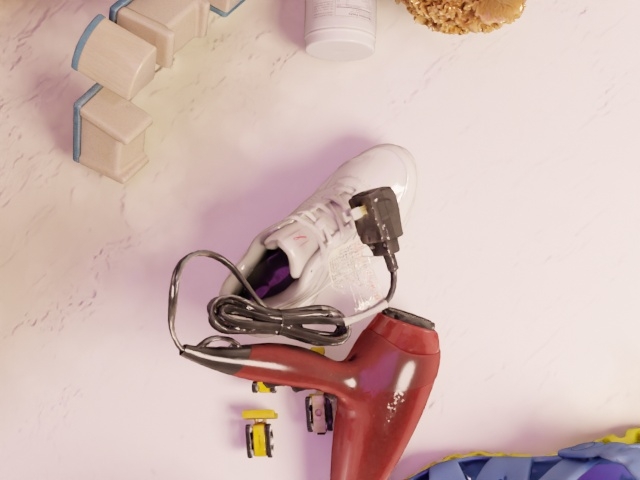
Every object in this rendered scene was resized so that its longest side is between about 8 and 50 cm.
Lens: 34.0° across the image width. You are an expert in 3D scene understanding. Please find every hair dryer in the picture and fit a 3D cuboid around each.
[{"bbox_3d":[0.000,0.111,0.915,0.223,0.080,0.294,-24,107,-14],"label":"hair dryer"}]

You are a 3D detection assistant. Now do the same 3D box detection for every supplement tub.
[{"bbox_3d":[0.020,-0.232,1.003,0.071,0.071,0.107,1,84,10],"label":"supplement tub"}]

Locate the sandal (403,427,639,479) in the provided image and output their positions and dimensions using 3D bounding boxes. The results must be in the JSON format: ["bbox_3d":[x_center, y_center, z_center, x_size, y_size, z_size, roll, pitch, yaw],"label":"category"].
[{"bbox_3d":[0.176,0.233,0.884,0.317,0.138,0.126,-20,82,8],"label":"sandal"}]

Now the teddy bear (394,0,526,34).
[{"bbox_3d":[0.183,-0.330,0.983,0.245,0.113,0.338,11,77,4],"label":"teddy bear"}]

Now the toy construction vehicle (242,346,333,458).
[{"bbox_3d":[-0.030,0.151,0.982,0.085,0.035,0.098,-6,90,10],"label":"toy construction vehicle"}]

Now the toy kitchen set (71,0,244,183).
[{"bbox_3d":[-0.177,-0.191,1.036,0.122,0.166,0.207,31,52,11],"label":"toy kitchen set"}]

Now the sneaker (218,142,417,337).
[{"bbox_3d":[0.000,0.000,0.952,0.090,0.115,0.232,44,91,11],"label":"sneaker"}]
